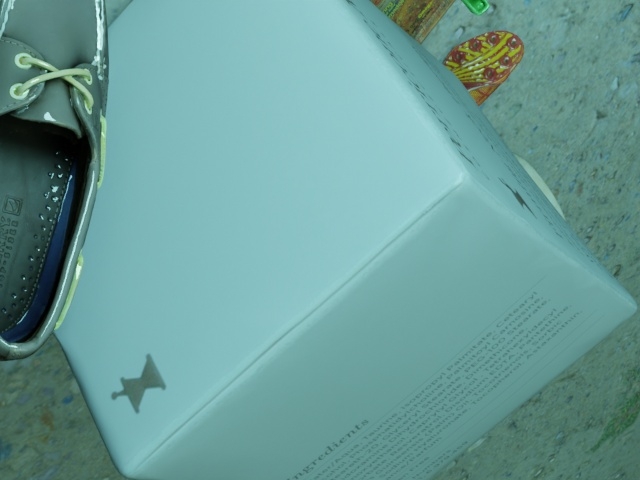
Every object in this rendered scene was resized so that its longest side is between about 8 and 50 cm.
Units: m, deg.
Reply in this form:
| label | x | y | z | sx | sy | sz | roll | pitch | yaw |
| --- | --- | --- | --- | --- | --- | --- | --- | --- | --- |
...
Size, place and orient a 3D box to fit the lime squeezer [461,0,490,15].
| label | x | y | z | sx | sy | sz | roll | pitch | yaw |
| --- | --- | --- | --- | --- | --- | --- | --- | --- | --- |
| lime squeezer | 0.022 | -0.306 | 0.946 | 0.059 | 0.110 | 0.310 | -34 | 117 | 14 |

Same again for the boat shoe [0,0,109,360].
| label | x | y | z | sx | sy | sz | roll | pitch | yaw |
| --- | --- | --- | --- | --- | --- | --- | --- | --- | --- |
| boat shoe | -0.203 | -0.076 | 0.832 | 0.116 | 0.096 | 0.324 | 14 | 84 | -36 |

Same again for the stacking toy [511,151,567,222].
| label | x | y | z | sx | sy | sz | roll | pitch | yaw |
| --- | --- | --- | --- | --- | --- | --- | --- | --- | --- |
| stacking toy | 0.125 | 0.034 | 1.406 | 0.330 | 0.141 | 0.141 | -33 | 145 | -4 |

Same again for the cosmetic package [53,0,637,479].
| label | x | y | z | sx | sy | sz | roll | pitch | yaw |
| --- | --- | --- | --- | --- | --- | --- | --- | --- | --- |
| cosmetic package | 0.000 | 0.000 | 1.005 | 0.327 | 0.329 | 0.393 | -41 | 148 | 14 |

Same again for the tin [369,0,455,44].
| label | x | y | z | sx | sy | sz | roll | pitch | yaw |
| --- | --- | --- | --- | --- | --- | --- | --- | --- | --- |
| tin | 0.067 | -0.223 | 1.132 | 0.190 | 0.040 | 0.106 | -51 | 149 | 12 |

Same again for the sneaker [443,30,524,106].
| label | x | y | z | sx | sy | sz | roll | pitch | yaw |
| --- | --- | --- | --- | --- | --- | --- | --- | --- | --- |
| sneaker | 0.147 | -0.160 | 1.275 | 0.175 | 0.064 | 0.067 | -41 | 166 | 6 |
